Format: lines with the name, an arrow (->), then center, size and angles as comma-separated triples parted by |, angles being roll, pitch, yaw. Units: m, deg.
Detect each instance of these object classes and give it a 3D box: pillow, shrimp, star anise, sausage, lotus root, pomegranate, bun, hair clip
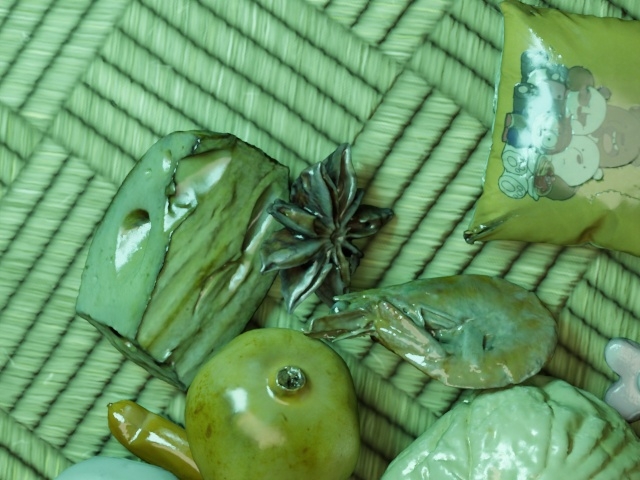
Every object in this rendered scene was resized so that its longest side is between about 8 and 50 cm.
pillow -> 0.344, -0.124, 1.780 | 0.312, 0.119, 0.310 | 9, 93, 7
shrimp -> 0.135, 0.113, 1.788 | 0.317, 0.168, 0.077 | -5, 135, -13
star anise -> 0.000, 0.001, 1.820 | 0.089, 0.209, 0.231 | 28, 119, 43
sausage -> -0.198, 0.264, 1.907 | 0.183, 0.054, 0.062 | 27, 63, 4
lotus root -> -0.171, 0.012, 1.848 | 0.210, 0.142, 0.314 | 30, 92, -39
pomegranate -> -0.059, 0.219, 1.805 | 0.233, 0.233, 0.233 | 1, 95, 6
bun -> 0.229, 0.340, 1.782 | 0.352, 0.227, 0.349 | 10, 98, 7
hair clip -> 0.472, 0.181, 1.824 | 0.257, 0.075, 0.146 | 8, 101, 10

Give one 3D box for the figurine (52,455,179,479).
figurine -> -0.243, 0.461, 1.789 | 0.274, 0.226, 0.394 | -4, 70, 46
